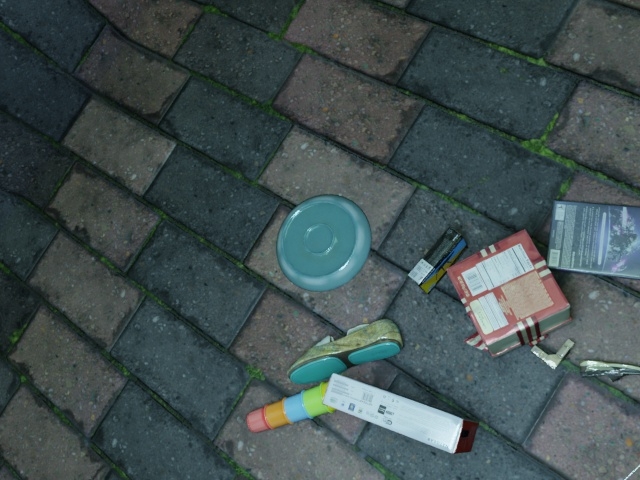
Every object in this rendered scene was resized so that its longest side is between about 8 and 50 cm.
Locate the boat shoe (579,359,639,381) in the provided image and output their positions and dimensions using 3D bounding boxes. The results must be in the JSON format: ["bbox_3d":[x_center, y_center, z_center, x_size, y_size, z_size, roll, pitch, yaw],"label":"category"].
[{"bbox_3d":[0.729,0.329,1.604,0.152,0.056,0.049,0,79,31],"label":"boat shoe"}]

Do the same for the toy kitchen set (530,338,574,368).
[{"bbox_3d":[0.600,0.276,1.658,0.075,0.068,0.083,39,89,26],"label":"toy kitchen set"}]

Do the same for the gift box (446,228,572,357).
[{"bbox_3d":[0.462,0.145,1.646,0.276,0.258,0.255,-24,66,14],"label":"gift box"}]

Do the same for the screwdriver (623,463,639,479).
[{"bbox_3d":[0.775,0.529,1.536,0.170,0.025,0.024,-45,64,2],"label":"screwdriver"}]

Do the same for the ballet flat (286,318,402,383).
[{"bbox_3d":[0.066,0.312,1.838,0.348,0.123,0.123,-21,67,14],"label":"ballet flat"}]

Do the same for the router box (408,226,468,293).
[{"bbox_3d":[0.331,0.058,1.793,0.046,0.133,0.179,41,91,27],"label":"router box"}]

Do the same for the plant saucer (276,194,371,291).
[{"bbox_3d":[0.000,0.000,1.990,0.318,0.044,0.317,-7,71,20],"label":"plant saucer"}]

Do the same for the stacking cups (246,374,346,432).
[{"bbox_3d":[-0.065,0.474,1.835,0.316,0.096,0.096,-21,67,14],"label":"stacking cups"}]

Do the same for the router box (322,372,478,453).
[{"bbox_3d":[0.213,0.439,1.627,0.335,0.301,0.082,14,79,25],"label":"router box"}]

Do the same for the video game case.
[{"bbox_3d":[0.754,-0.002,1.710,0.274,0.026,0.196,7,76,22],"label":"video game case"}]
